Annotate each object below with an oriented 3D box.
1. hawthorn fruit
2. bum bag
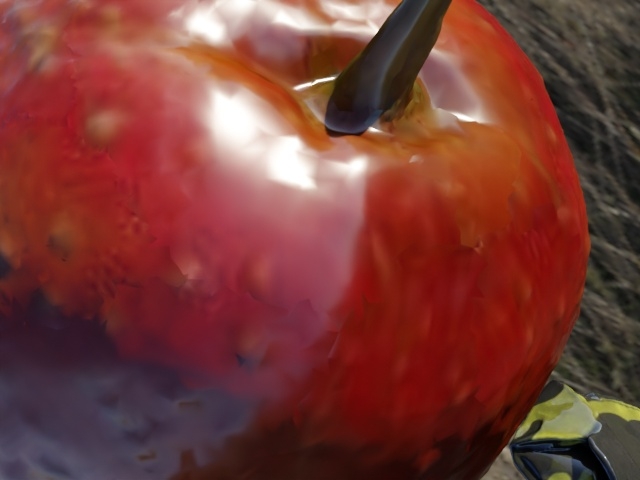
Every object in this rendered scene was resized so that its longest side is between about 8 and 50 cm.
[{"bbox_3d":[-0.029,-0.006,0.603,0.330,0.287,0.287,-47,44,44],"label":"hawthorn fruit"},{"bbox_3d":[0.196,0.132,0.776,0.060,0.232,0.107,121,157,-43],"label":"bum bag"}]
